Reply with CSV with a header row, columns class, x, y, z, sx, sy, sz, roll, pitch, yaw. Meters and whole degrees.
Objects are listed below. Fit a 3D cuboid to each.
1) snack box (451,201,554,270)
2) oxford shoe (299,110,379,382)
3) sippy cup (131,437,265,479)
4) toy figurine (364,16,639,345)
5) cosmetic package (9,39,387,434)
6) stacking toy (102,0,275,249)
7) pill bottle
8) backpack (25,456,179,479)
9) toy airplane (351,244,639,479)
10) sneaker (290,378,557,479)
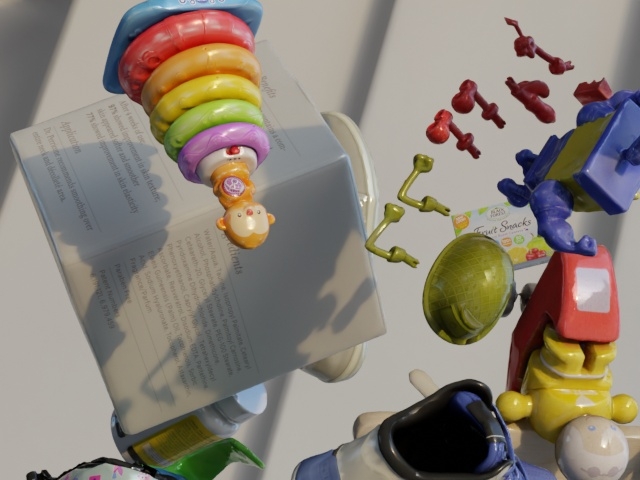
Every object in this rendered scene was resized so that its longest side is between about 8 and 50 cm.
class,x,y,z,sx,sy,sz,roll,pitch,yaw
snack box,0.275,-0.004,2.534,0.141,0.100,0.037,-14,-20,7
oxford shoe,0.000,0.000,2.696,0.130,0.449,0.169,14,-20,-36
sippy cup,-0.185,0.392,2.082,0.240,0.306,0.224,7,-9,-32
toy figurine,0.239,-0.075,1.722,0.191,0.362,0.217,47,-29,-22
cosmetic package,-0.165,-0.009,2.318,0.393,0.329,0.327,-21,-51,-8
stacking toy,-0.120,-0.120,1.894,0.175,0.302,0.166,-6,-30,-25
pill bottle,-0.187,0.245,2.424,0.208,0.119,0.119,-29,-42,25
backpack,-0.209,0.282,1.679,0.152,0.115,0.182,18,-26,-22
toy airplane,0.283,0.245,2.055,0.384,0.386,0.272,53,-3,-20
sneaker,0.146,0.233,1.645,0.315,0.127,0.182,14,-42,-37
